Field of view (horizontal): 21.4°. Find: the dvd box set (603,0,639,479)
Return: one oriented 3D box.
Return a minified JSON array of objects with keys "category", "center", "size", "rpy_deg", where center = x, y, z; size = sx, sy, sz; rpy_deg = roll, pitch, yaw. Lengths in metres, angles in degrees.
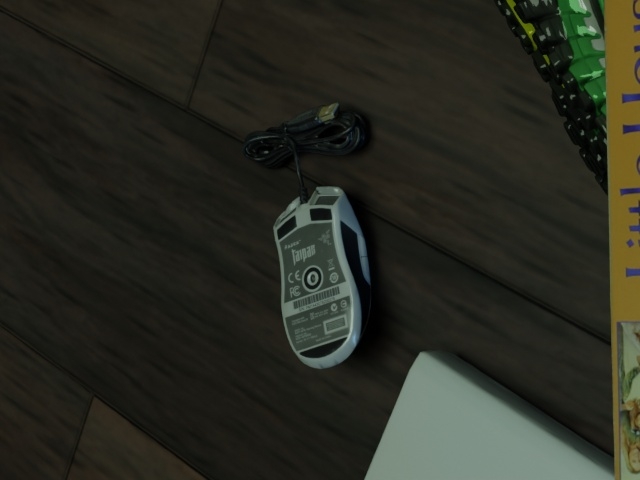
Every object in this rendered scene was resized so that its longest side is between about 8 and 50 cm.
[{"category":"dvd box set","center":[0.237,-0.082,0.852],"size":[0.062,0.307,0.420],"rpy_deg":[-3,86,38]}]

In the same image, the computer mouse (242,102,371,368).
[{"category":"computer mouse","center":[0.000,0.000,1.221],"size":[0.106,0.042,0.193],"rpy_deg":[-18,71,33]}]

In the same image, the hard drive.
[{"category":"hard drive","center":[0.158,0.255,1.073],"size":[0.353,0.047,0.233],"rpy_deg":[32,109,36]}]

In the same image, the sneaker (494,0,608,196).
[{"category":"sneaker","center":[0.202,-0.122,0.997],"size":[0.146,0.134,0.344],"rpy_deg":[-28,82,2]}]
